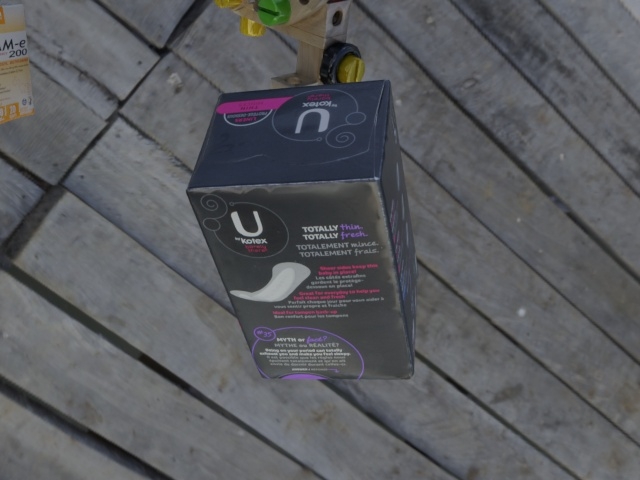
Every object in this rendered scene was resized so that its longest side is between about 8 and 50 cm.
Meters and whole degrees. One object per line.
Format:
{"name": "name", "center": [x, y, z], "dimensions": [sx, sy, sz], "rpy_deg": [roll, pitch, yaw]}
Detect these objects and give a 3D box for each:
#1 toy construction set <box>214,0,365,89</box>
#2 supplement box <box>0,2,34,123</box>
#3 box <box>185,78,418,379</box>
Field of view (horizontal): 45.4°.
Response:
{"name": "toy construction set", "center": [-0.024, -0.303, 0.965], "dimensions": [0.258, 0.309, 0.237], "rpy_deg": [9, 123, 16]}
{"name": "supplement box", "center": [-0.285, -0.153, 0.662], "dimensions": [0.036, 0.062, 0.098], "rpy_deg": [7, 112, 15]}
{"name": "box", "center": [0.000, 0.000, 0.733], "dimensions": [0.165, 0.143, 0.270], "rpy_deg": [-2, 136, 12]}
